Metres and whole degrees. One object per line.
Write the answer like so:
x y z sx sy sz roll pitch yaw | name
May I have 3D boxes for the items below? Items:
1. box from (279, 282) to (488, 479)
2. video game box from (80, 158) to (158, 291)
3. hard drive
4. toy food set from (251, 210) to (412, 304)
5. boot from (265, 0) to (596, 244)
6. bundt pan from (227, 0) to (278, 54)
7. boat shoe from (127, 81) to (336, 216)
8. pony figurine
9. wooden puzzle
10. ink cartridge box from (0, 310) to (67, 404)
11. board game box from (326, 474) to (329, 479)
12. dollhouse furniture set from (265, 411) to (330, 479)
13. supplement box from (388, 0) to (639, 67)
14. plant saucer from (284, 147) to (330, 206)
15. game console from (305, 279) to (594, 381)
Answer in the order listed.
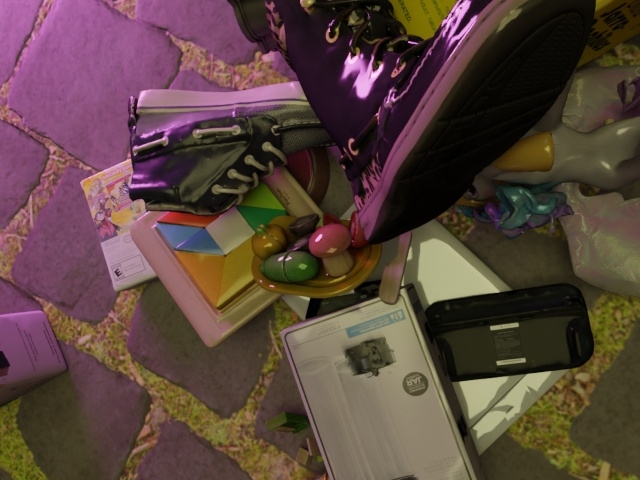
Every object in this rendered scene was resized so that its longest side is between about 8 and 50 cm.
0.083 0.215 0.713 0.169 0.087 0.290 -20 85 13 | box
-0.250 -0.042 0.915 0.205 0.048 0.187 -21 85 12 | video game box
0.137 0.109 0.814 0.353 0.047 0.233 44 98 12 | hard drive
0.000 0.000 0.717 0.218 0.071 0.128 4 48 30 | toy food set
0.060 -0.179 0.547 0.138 0.377 0.284 -22 75 -12 | boot
-0.031 -0.407 0.730 0.124 0.331 0.331 -2 87 16 | bundt pan
-0.092 -0.110 0.783 0.340 0.127 0.158 0 77 11 | boat shoe
0.309 -0.096 0.662 0.351 0.363 0.303 3 81 -2 | pony figurine
-0.124 -0.006 0.825 0.238 0.044 0.221 -39 74 -2 | wooden puzzle
-0.554 0.204 0.860 0.201 0.278 0.117 -29 81 11 | ink cartridge box
0.106 0.465 0.808 0.317 0.046 0.213 35 96 13 | board game box
-0.026 0.314 0.808 0.076 0.058 0.152 -32 56 25 | dollhouse furniture set
0.244 -0.298 0.671 0.356 0.195 0.194 -27 81 34 | supplement box
-0.071 -0.101 0.883 0.168 0.029 0.168 0 88 15 | plant saucer
0.159 0.146 0.763 0.361 0.044 0.213 -10 87 14 | game console
